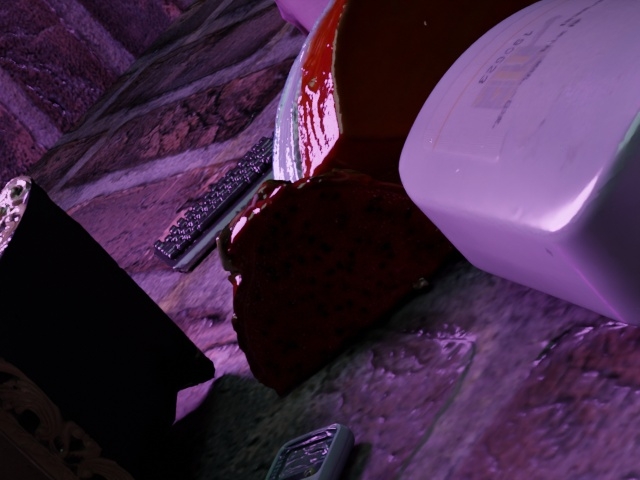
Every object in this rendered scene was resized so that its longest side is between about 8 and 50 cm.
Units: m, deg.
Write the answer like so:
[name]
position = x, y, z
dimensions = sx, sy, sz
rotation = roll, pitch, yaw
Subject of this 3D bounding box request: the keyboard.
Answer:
[keyboard]
position = -0.061, -0.060, 1.230
dimensions = 0.230, 0.025, 0.093
rotation = -46, 20, -8

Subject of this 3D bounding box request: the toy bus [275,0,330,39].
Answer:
[toy bus]
position = 0.104, -0.342, 1.321
dimensions = 0.386, 0.171, 0.162
rotation = -29, 32, 37

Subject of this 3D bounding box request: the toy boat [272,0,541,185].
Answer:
[toy boat]
position = 0.078, -0.134, 0.925
dimensions = 0.332, 0.145, 0.133
rotation = -51, -4, -28

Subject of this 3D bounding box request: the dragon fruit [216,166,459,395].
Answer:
[dragon fruit]
position = 0.000, 0.000, 0.814
dimensions = 0.162, 0.106, 0.083
rotation = -39, 21, 21

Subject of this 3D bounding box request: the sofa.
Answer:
[sofa]
position = -0.193, 0.115, 0.823
dimensions = 0.182, 0.200, 0.258
rotation = -36, 20, 14

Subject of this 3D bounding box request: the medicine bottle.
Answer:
[medicine bottle]
position = 0.149, -0.044, 0.596
dimensions = 0.161, 0.111, 0.296
rotation = -47, 16, -7

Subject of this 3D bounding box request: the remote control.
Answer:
[remote control]
position = -0.020, 0.142, 0.674
dimensions = 0.053, 0.018, 0.124
rotation = -27, 23, 39
